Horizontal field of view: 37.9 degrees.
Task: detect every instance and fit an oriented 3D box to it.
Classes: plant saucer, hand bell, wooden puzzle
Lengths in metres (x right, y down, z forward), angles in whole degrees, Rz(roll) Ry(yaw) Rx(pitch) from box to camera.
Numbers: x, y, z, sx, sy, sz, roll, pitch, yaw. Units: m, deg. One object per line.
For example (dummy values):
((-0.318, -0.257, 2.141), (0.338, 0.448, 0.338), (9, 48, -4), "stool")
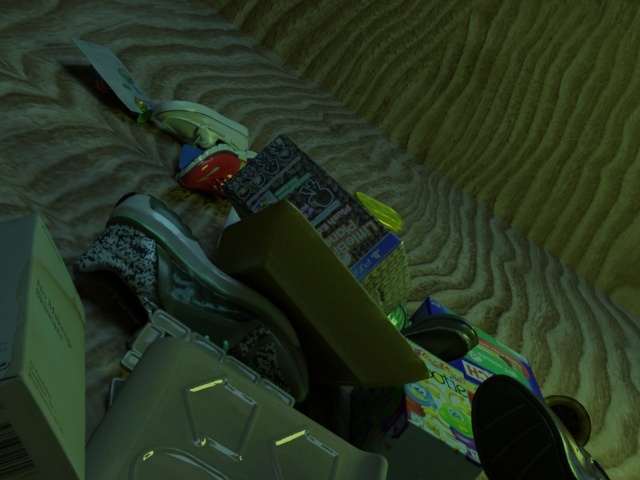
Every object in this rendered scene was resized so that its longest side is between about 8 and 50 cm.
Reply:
((-0.027, 0.110, 1.429), (0.333, 0.081, 0.333), (50, -21, -8), "plant saucer")
((0.517, 0.386, 2.000), (0.126, 0.126, 0.242), (41, 6, 16), "hand bell")
((-0.102, 0.293, 1.096), (0.348, 0.080, 0.322), (29, 28, -4), "wooden puzzle")

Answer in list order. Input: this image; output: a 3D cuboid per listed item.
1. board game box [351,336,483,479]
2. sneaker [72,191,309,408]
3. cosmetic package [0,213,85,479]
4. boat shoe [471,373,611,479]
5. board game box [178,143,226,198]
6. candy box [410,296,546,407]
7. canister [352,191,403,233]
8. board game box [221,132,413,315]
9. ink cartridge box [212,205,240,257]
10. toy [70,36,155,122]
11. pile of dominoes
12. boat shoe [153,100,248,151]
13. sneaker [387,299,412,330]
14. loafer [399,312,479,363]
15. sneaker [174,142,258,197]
((0.144, 0.291, 1.466), (0.142, 0.144, 0.275), (32, 18, -10), "board game box")
((-0.199, 0.125, 1.365), (0.410, 0.158, 0.182), (41, 52, 4), "sneaker")
((-0.331, 0.120, 1.001), (0.309, 0.113, 0.160), (-111, -176, -56), "cosmetic package")
((0.290, 0.300, 1.124), (0.104, 0.111, 0.307), (22, 31, -49), "boat shoe")
((-0.251, -0.136, 1.998), (0.133, 0.033, 0.169), (34, 24, -19), "board game box")
((0.293, 0.279, 1.790), (0.268, 0.122, 0.317), (32, 20, -13), "candy box")
((0.083, -0.006, 2.039), (0.126, 0.170, 0.073), (26, 21, -27), "canister")
((0.000, 0.000, 1.579), (0.291, 0.141, 0.232), (44, -9, 22), "board game box")
((-0.085, 0.064, 1.741), (0.261, 0.066, 0.296), (32, 18, -9), "ink cartridge box")
((-0.469, -0.353, 2.111), (0.237, 0.056, 0.137), (46, 17, 16), "toy")
((-0.161, 0.227, 1.239), (0.251, 0.040, 0.196), (34, 40, -3), "pile of dominoes")
((-0.270, -0.243, 2.140), (0.267, 0.096, 0.088), (21, 60, -51), "boat shoe")
((0.114, 0.144, 1.859), (0.343, 0.134, 0.146), (-53, 124, -78), "sneaker")
((0.161, 0.201, 1.629), (0.094, 0.251, 0.087), (54, 36, -20), "loafer")
((-0.183, -0.125, 1.918), (0.279, 0.107, 0.118), (-9, 65, -58), "sneaker")
